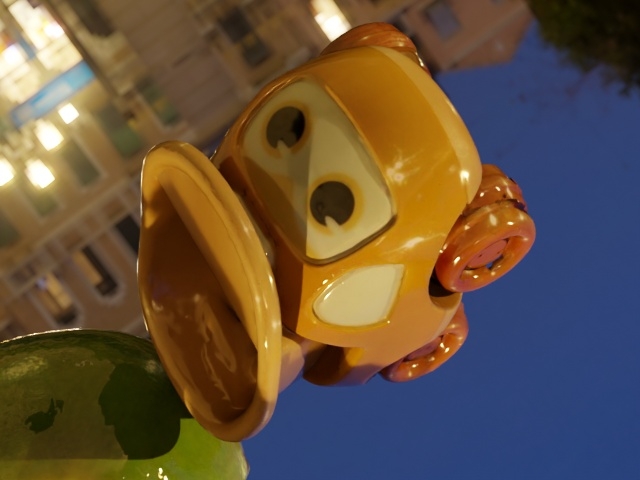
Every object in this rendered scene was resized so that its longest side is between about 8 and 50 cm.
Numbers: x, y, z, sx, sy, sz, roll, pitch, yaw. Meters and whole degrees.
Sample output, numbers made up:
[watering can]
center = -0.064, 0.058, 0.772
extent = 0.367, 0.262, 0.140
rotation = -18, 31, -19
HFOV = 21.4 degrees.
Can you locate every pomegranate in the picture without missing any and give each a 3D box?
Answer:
[pomegranate]
center = -0.223, 0.191, 1.293
extent = 0.309, 0.216, 0.358
rotation = -33, -174, -3

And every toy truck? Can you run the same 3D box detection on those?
[toy truck]
center = 0.000, 0.000, 1.211
extent = 0.211, 0.204, 0.288
rotation = -18, 152, -28
